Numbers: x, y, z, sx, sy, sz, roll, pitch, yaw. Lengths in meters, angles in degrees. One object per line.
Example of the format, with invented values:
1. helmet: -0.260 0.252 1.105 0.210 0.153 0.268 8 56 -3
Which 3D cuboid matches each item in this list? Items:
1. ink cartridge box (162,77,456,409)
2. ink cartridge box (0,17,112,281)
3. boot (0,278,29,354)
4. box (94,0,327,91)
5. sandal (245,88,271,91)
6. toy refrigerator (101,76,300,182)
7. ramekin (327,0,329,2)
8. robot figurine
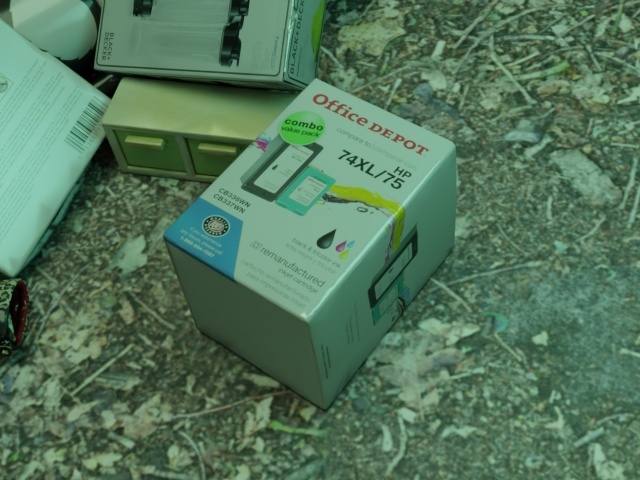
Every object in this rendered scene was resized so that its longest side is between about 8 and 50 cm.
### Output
1. ink cartridge box: 0.000 0.000 1.151 0.198 0.197 0.270 28 62 24
2. ink cartridge box: -0.416 -0.125 1.275 0.060 0.239 0.275 -16 42 56
3. boot: -0.444 0.122 1.172 0.178 0.085 0.236 -3 36 3
4. box: -0.140 -0.283 1.313 0.290 0.087 0.169 7 90 27
5. sandal: -0.113 -0.316 1.452 0.086 0.120 0.303 -8 52 -16
6. toy refrigerator: -0.134 -0.133 1.325 0.269 0.102 0.094 8 56 12
7. ramekin: -0.075 -0.442 1.452 0.277 0.135 0.277 21 29 -12
8. robot figurine: -0.375 -0.297 1.428 0.278 0.209 0.173 -33 41 -16
